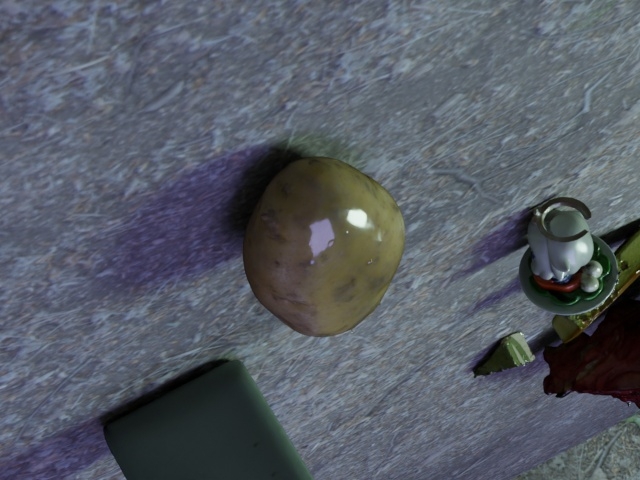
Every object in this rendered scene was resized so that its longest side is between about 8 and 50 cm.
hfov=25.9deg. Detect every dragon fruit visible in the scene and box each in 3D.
[{"bbox_3d":[0.538,0.167,2.355,0.329,0.228,0.286,4,170,15],"label":"dragon fruit"}]

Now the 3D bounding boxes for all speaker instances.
[{"bbox_3d":[-0.071,0.349,1.618,0.184,0.406,0.183,-32,161,-5],"label":"speaker"}]

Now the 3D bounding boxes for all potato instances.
[{"bbox_3d":[-0.004,0.003,1.291,0.161,0.128,0.234,-49,153,7],"label":"potato"}]

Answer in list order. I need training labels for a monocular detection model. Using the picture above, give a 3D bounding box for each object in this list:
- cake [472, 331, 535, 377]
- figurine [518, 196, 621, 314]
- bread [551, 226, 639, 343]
[{"bbox_3d":[0.301,0.204,2.293,0.051,0.055,0.140,-25,163,-30],"label":"cake"},{"bbox_3d":[0.310,0.007,1.752,0.132,0.132,0.154,-28,147,-4],"label":"figurine"},{"bbox_3d":[0.417,0.054,1.989,0.226,0.049,0.088,-40,172,-32],"label":"bread"}]
